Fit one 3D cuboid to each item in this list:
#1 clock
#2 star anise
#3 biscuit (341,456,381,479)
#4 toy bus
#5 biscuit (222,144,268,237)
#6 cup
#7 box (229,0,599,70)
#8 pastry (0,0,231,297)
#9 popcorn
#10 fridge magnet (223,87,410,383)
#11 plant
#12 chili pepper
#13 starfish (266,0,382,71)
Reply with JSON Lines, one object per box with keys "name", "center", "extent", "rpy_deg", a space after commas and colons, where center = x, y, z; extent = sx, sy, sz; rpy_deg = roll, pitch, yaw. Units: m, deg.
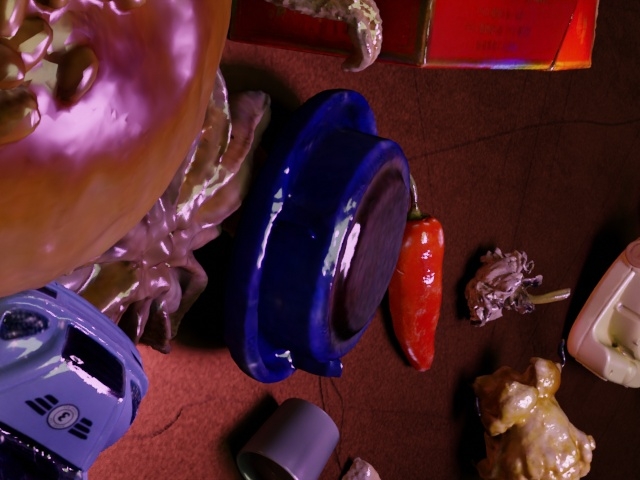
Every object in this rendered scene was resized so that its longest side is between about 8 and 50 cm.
{"name": "clock", "center": [0.532, 0.085, 1.599], "extent": [0.235, 0.096, 0.308], "rpy_deg": [20, 103, -52]}
{"name": "star anise", "center": [-0.148, -0.004, 0.697], "extent": [0.292, 0.109, 0.350], "rpy_deg": [2, 114, -59]}
{"name": "biscuit", "center": [0.020, 0.380, 1.126], "extent": [0.133, 0.032, 0.250], "rpy_deg": [48, 62, -48]}
{"name": "toy bus", "center": [-0.227, 0.148, 0.538], "extent": [0.292, 0.133, 0.125], "rpy_deg": [-36, 136, 6]}
{"name": "biscuit", "center": [-0.061, -0.038, 0.895], "extent": [0.081, 0.018, 0.083], "rpy_deg": [50, 61, -48]}
{"name": "cup", "center": [-0.032, 0.210, 0.977], "extent": [0.077, 0.078, 0.100], "rpy_deg": [-50, 171, -38]}
{"name": "box", "center": [0.097, -0.205, 0.900], "extent": [0.313, 0.197, 0.089], "rpy_deg": [-13, 112, -51]}
{"name": "pastry", "center": [-0.195, -0.166, 0.422], "extent": [0.409, 0.245, 0.410], "rpy_deg": [4, 84, -38]}
{"name": "popcorn", "center": [0.277, 0.252, 1.341], "extent": [0.168, 0.173, 0.195], "rpy_deg": [-73, 141, -84]}
{"name": "fridge magnet", "center": [0.000, 0.000, 0.868], "extent": [0.265, 0.112, 0.266], "rpy_deg": [17, 90, -72]}
{"name": "plant", "center": [0.249, 0.071, 1.269], "extent": [0.116, 0.122, 0.104], "rpy_deg": [-56, 151, -37]}
{"name": "chili pepper", "center": [0.107, 0.046, 1.115], "extent": [0.071, 0.063, 0.272], "rpy_deg": [-25, 124, -33]}
{"name": "starfish", "center": [-0.074, -0.274, 0.693], "extent": [0.327, 0.094, 0.375], "rpy_deg": [-44, 106, 1]}
